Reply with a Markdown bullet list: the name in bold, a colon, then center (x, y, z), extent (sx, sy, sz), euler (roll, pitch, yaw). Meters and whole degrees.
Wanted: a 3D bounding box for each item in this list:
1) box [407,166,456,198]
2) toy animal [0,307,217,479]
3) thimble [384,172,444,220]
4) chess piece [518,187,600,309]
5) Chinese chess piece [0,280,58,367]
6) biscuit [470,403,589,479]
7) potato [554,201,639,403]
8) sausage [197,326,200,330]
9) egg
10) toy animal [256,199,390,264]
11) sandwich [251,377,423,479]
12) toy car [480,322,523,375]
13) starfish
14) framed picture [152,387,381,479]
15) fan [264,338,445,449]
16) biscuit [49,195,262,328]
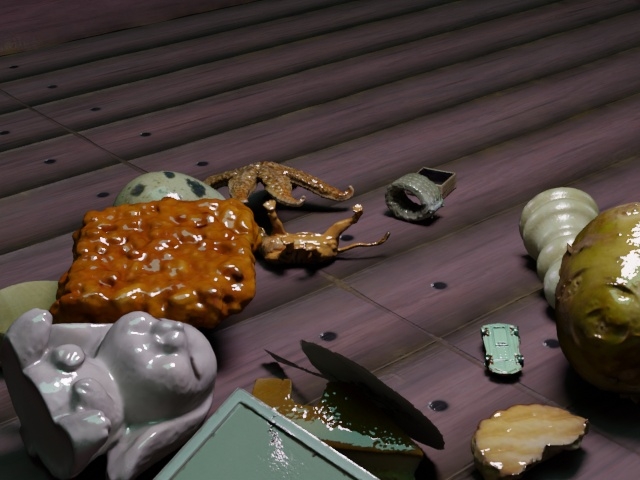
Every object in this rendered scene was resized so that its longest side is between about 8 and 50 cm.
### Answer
- **box**: center (0.231, -0.118, 2.153), extent (0.079, 0.035, 0.083), euler (13, 30, 26)
- **toy animal**: center (-0.270, 0.194, 1.406), extent (0.265, 0.206, 0.271), euler (-20, 56, -37)
- **thimble**: center (0.185, -0.082, 2.034), extent (0.110, 0.084, 0.062), euler (29, 40, 25)
- **chess piece**: center (0.420, 0.033, 1.756), extent (0.144, 0.144, 0.251), euler (0, 33, 4)
- **Chinese chess piece**: center (-0.449, 0.135, 1.650), extent (0.189, 0.083, 0.188), euler (1, 25, -1)
- **biscuit**: center (0.266, 0.269, 1.361), extent (0.183, 0.061, 0.118), euler (-20, 30, -36)
- **potato**: center (0.422, 0.076, 1.487), extent (0.196, 0.246, 0.299), euler (-1, 47, -18)
- **sausage**: center (-0.252, 0.121, 1.671), extent (0.141, 0.076, 0.076), euler (-4, 27, -5)
- **egg**: center (-0.263, -0.036, 1.870), extent (0.228, 0.177, 0.177), euler (1, 25, -18)
- **toy animal**: center (-0.002, 0.007, 1.879), extent (0.255, 0.116, 0.114), euler (3, 54, -1)
- **sandwich**: center (0.014, 0.260, 1.323), extent (0.236, 0.122, 0.128), euler (5, 41, 7)
- **toy car**: center (0.277, 0.169, 1.585), extent (0.059, 0.035, 0.122), euler (0, 35, 3)
- **starfish**: center (-0.116, -0.109, 2.055), extent (0.327, 0.094, 0.375), euler (-1, 10, 24)
- **framed picture**: center (-0.054, 0.323, 1.183), extent (0.296, 0.019, 0.232), euler (30, 58, 26)
- **fan**: center (0.025, 0.200, 1.424), extent (0.012, 0.233, 0.415), euler (-51, 24, -16)
- **biscuit**: center (-0.252, 0.042, 1.630), extent (0.318, 0.110, 0.312), euler (-1, 31, -2)
